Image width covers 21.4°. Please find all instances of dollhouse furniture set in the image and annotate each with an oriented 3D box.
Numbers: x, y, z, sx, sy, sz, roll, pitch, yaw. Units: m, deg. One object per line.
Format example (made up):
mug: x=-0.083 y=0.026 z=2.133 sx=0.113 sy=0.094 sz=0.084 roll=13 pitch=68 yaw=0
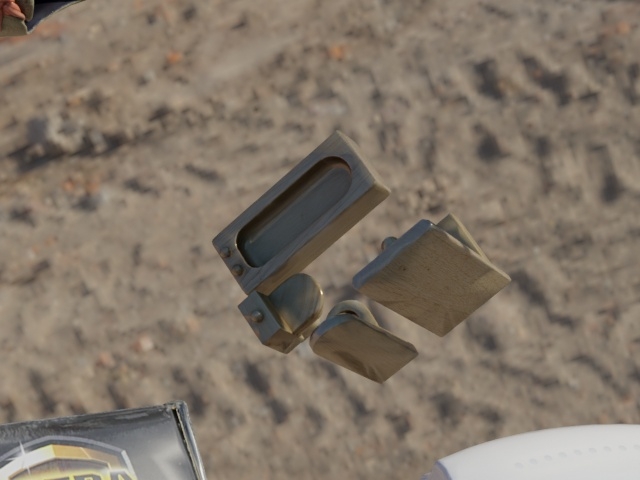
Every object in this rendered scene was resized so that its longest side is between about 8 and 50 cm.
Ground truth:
dollhouse furniture set: x=0.000 y=0.000 z=1.039 sx=0.144 sy=0.123 sz=0.151 roll=-41 pitch=61 yaw=11

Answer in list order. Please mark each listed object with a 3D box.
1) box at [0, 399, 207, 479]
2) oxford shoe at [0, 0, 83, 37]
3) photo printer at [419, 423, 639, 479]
box: x=-0.212 y=0.162 z=0.527 sx=0.295 sy=0.293 sz=0.073 roll=-5 pitch=57 yaw=-31
oxford shoe: x=-0.266 y=-0.195 z=1.180 sx=0.130 sy=0.123 sz=0.348 roll=38 pitch=47 yaw=26
photo printer: x=0.179 y=0.246 z=0.891 sx=0.256 sy=0.107 sz=0.308 roll=3 pitch=63 yaw=-13
